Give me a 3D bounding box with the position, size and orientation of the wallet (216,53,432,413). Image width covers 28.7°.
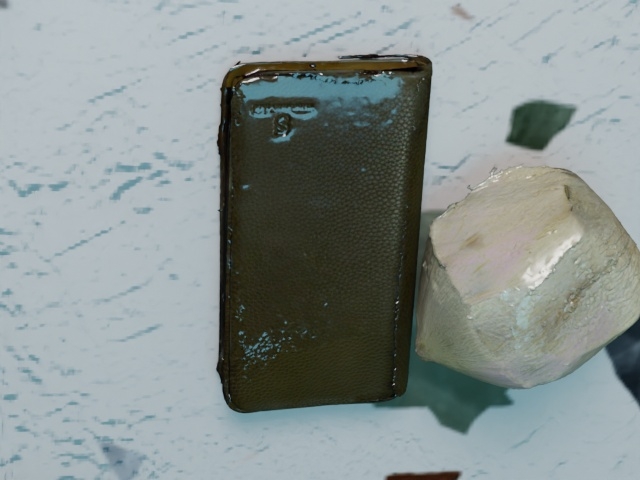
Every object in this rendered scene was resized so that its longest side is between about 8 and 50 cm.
[{"bbox_3d":[0.000,0.000,0.662,0.110,0.031,0.198,-2,117,-11],"label":"wallet"}]

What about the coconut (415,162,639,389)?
[{"bbox_3d":[0.101,0.023,0.656,0.124,0.110,0.110,-37,120,0],"label":"coconut"}]
